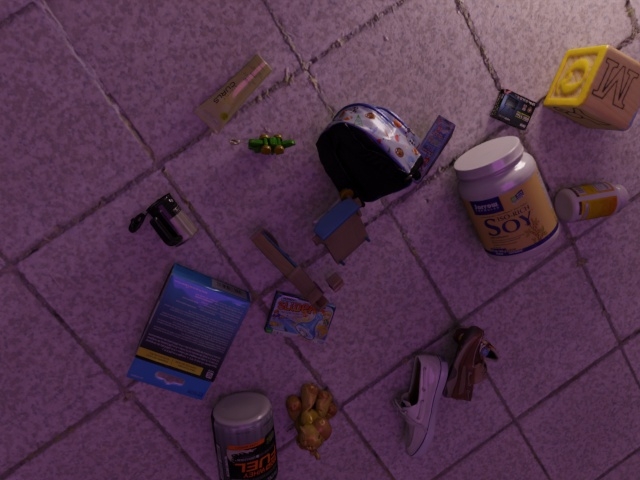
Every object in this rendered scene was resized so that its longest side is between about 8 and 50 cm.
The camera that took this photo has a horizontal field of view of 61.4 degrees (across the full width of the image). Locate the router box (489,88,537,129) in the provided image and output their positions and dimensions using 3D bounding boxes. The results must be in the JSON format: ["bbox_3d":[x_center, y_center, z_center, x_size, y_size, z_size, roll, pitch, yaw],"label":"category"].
[{"bbox_3d":[0.609,-0.413,1.701,0.122,0.038,0.092,18,101,-17],"label":"router box"}]

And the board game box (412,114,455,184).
[{"bbox_3d":[0.320,-0.259,1.609,0.060,0.194,0.194,34,96,8],"label":"board game box"}]

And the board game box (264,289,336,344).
[{"bbox_3d":[-0.065,0.248,1.724,0.201,0.035,0.136,14,101,-16],"label":"board game box"}]

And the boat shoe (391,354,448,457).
[{"bbox_3d":[0.316,0.563,1.844,0.156,0.136,0.368,12,99,-16],"label":"boat shoe"}]

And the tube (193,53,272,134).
[{"bbox_3d":[-0.237,-0.410,1.500,0.240,0.062,0.070,-43,69,6],"label":"tube"}]

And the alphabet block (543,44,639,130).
[{"bbox_3d":[0.855,-0.467,1.665,0.197,0.192,0.194,19,98,-18],"label":"alphabet block"}]

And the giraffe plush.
[{"bbox_3d":[-0.031,0.603,1.755,0.181,0.170,0.210,33,95,-19],"label":"giraffe plush"}]

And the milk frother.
[{"bbox_3d":[-0.452,-0.038,1.538,0.143,0.129,0.135,-19,114,38],"label":"milk frother"}]

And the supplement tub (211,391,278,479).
[{"bbox_3d":[-0.236,0.664,1.713,0.193,0.193,0.316,-8,107,-11],"label":"supplement tub"}]

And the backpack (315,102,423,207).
[{"bbox_3d":[0.133,-0.258,1.519,0.263,0.276,0.213,39,55,-21],"label":"backpack"}]

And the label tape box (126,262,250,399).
[{"bbox_3d":[-0.394,0.276,1.618,0.249,0.115,0.348,23,101,-17],"label":"label tape box"}]

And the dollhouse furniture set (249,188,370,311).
[{"bbox_3d":[0.000,0.000,1.608,0.303,0.198,0.286,-43,146,-6],"label":"dollhouse furniture set"}]

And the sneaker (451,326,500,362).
[{"bbox_3d":[0.543,0.362,1.869,0.185,0.084,0.070,27,97,-18],"label":"sneaker"}]

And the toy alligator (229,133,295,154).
[{"bbox_3d":[-0.168,-0.270,1.557,0.189,0.056,0.051,-2,146,-12],"label":"toy alligator"}]

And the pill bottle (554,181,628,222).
[{"bbox_3d":[0.909,-0.131,1.804,0.214,0.117,0.117,-10,107,-10],"label":"pill bottle"}]

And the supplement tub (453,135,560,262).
[{"bbox_3d":[0.570,-0.126,1.663,0.241,0.241,0.331,-31,109,-3],"label":"supplement tub"}]

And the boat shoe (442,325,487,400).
[{"bbox_3d":[0.504,0.418,1.810,0.116,0.123,0.325,19,130,15],"label":"boat shoe"}]
